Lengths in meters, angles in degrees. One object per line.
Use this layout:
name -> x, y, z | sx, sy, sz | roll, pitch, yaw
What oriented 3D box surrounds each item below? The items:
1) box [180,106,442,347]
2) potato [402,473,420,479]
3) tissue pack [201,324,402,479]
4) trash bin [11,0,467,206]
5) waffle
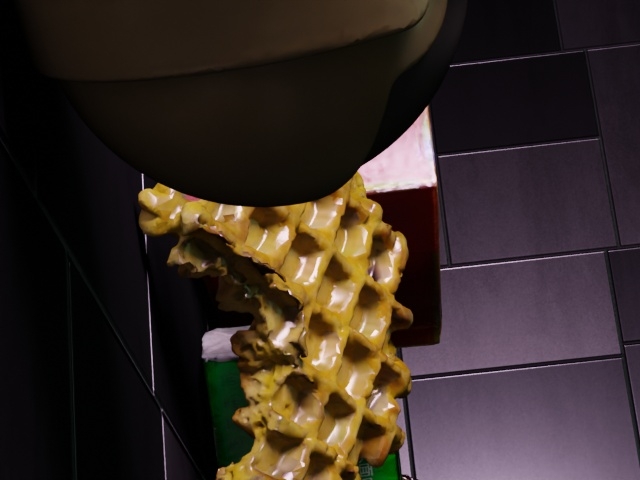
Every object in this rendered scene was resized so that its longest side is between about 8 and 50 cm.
box -> -0.001, 0.000, 1.351 | 0.313, 0.198, 0.089 | 80, 4, -63
potato -> 0.031, 0.361, 1.513 | 0.266, 0.229, 0.229 | -60, 146, -61
tissue pack -> -0.010, 0.164, 1.302 | 0.156, 0.148, 0.209 | -99, -178, -78
trash bin -> -0.041, -0.177, 0.690 | 0.214, 0.214, 0.333 | -89, 167, -75
waffle -> -0.012, 0.064, 1.097 | 0.260, 0.069, 0.292 | -21, 108, -52
